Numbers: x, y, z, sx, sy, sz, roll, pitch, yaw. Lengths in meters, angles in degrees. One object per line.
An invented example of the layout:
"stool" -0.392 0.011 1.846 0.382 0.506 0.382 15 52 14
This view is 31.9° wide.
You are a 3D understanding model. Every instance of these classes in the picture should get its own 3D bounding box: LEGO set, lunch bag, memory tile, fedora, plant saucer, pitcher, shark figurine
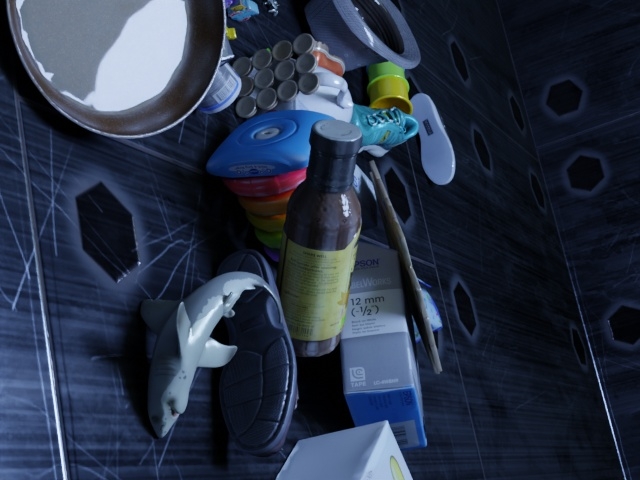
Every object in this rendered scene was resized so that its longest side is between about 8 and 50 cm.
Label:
"LEGO set" -0.094 -0.444 2.017 0.083 0.023 0.054 50 31 -41
"lunch bag" 0.147 0.102 2.071 0.129 0.096 0.151 30 32 -54
"memory tile" -0.071 -0.261 1.772 0.012 0.148 0.113 39 37 -59
"fedora" 0.065 -0.414 2.197 0.275 0.124 0.244 14 48 -56
"plant saucer" -0.250 -0.279 1.363 0.310 0.050 0.310 -2 94 -42
"pitcher" -0.008 -0.237 1.862 0.207 0.178 0.125 24 76 -59
"shark figurine" -0.155 0.085 1.374 0.278 0.116 0.166 -50 144 -43

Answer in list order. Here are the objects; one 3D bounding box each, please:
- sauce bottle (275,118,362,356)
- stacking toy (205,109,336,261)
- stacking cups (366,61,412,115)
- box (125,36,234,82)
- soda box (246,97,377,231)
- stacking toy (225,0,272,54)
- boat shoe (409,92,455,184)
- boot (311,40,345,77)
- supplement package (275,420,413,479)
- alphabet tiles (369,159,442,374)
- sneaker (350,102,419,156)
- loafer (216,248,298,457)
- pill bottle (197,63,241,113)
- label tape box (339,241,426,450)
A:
"sauce bottle" 0.000 0.000 1.572 0.111 0.111 0.344 -65 167 -58
"stacking toy" -0.044 -0.031 1.699 0.166 0.175 0.302 -60 142 -52
"stacking cups" 0.145 -0.394 2.421 0.096 0.096 0.316 46 34 -45
"box" -0.233 -0.324 1.481 0.183 0.056 0.231 -22 93 -39
"soda box" -0.011 -0.114 1.860 0.286 0.098 0.091 44 36 -47
"stacking toy" -0.145 -0.383 1.831 0.221 0.052 0.167 12 64 -66
"boat shoe" 0.266 -0.232 2.610 0.076 0.080 0.228 15 52 -61
"boot" 0.001 -0.313 2.108 0.158 0.059 0.084 19 73 -67
"supplement package" 0.044 0.392 1.536 0.203 0.149 0.194 66 23 -14
"alphabet tiles" 0.135 0.043 1.820 0.342 0.011 0.285 -106 179 -54
"sneaker" 0.111 -0.233 2.208 0.275 0.110 0.107 -4 77 -66
"loafer" -0.075 0.155 1.508 0.095 0.109 0.302 54 22 -53
"pill bottle" -0.181 -0.253 1.611 0.137 0.078 0.078 50 31 -41
"label tape box" 0.095 0.135 1.808 0.249 0.115 0.348 72 14 -57
